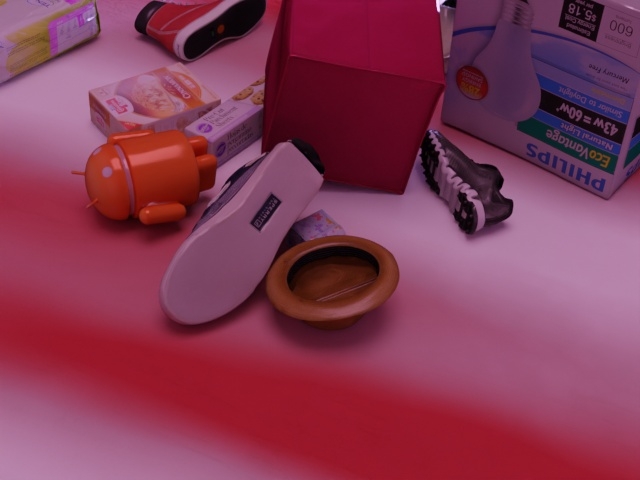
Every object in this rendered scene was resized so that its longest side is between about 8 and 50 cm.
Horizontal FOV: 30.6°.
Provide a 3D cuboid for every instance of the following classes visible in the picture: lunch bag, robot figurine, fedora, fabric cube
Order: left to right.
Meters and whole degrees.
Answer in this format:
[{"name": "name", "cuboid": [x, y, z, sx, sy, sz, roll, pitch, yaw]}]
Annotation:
[{"name": "robot figurine", "cuboid": [-0.274, -0.102, 1.842, 0.219, 0.158, 0.128, -14, 3, -21]}, {"name": "lunch bag", "cuboid": [0.000, 0.000, 1.802, 0.071, 0.053, 0.083, -26, 57, -30]}, {"name": "fedora", "cuboid": [0.020, 0.073, 1.692, 0.194, 0.079, 0.194, -4, 41, 4]}, {"name": "fabric cube", "cuboid": [0.049, -0.268, 1.922, 0.259, 0.254, 0.258, 9, 46, -10]}]

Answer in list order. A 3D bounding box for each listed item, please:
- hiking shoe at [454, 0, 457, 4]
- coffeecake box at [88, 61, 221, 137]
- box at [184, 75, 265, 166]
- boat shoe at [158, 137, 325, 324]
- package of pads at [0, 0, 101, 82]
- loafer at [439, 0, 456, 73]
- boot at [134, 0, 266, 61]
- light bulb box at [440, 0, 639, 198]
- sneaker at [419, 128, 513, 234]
[{"name": "hiking shoe", "cuboid": [0.332, -0.474, 2.279, 0.113, 0.304, 0.132, -38, 26, 16]}, {"name": "coffeecake box", "cuboid": [-0.289, -0.228, 2.041, 0.185, 0.068, 0.142, -23, 48, -28]}, {"name": "box", "cuboid": [-0.112, -0.231, 2.061, 0.067, 0.063, 0.324, 27, 45, 25]}, {"name": "boat shoe", "cuboid": [-0.135, -0.004, 1.762, 0.127, 0.158, 0.340, 47, 66, -14]}, {"name": "package of pads", "cuboid": [-0.591, -0.412, 2.214, 0.229, 0.101, 0.296, 29, 46, 29]}, {"name": "loafer", "cuboid": [0.239, -0.412, 2.288, 0.102, 0.092, 0.268, 16, 41, 15]}, {"name": "boot", "cuboid": [-0.240, -0.454, 2.308, 0.176, 0.088, 0.244, 33, 51, 32]}, {"name": "light bulb box", "cuboid": [0.423, -0.326, 1.989, 0.358, 0.361, 0.225, 29, 47, 27]}, {"name": "sneaker", "cuboid": [0.244, -0.102, 1.930, 0.106, 0.078, 0.234, -9, 45, -20]}]
